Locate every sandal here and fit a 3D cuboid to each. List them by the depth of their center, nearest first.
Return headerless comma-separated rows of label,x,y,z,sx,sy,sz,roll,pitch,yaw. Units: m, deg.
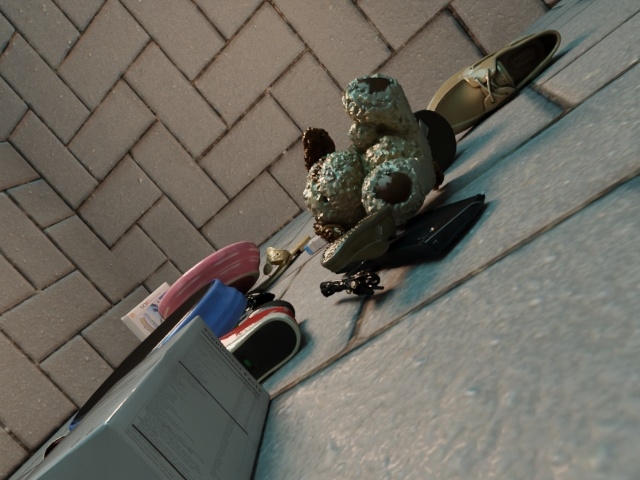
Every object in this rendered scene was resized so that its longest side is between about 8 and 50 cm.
sandal,-0.657,0.540,1.280,0.265,0.076,0.102,-33,10,48
sandal,-0.123,0.045,1.475,0.240,0.079,0.088,-46,9,-35

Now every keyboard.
keyboard,0.086,0.024,0.713,0.201,0.033,0.317,-37,4,-20

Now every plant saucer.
plant saucer,-0.298,0.139,1.424,0.332,0.084,0.332,-37,-14,-11

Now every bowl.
bowl,-0.303,0.225,0.941,0.391,0.077,0.391,-42,9,8

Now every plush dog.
plush dog,0.072,-0.106,0.838,0.225,0.262,0.210,-20,-25,26

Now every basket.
basket,0.170,-0.182,1.069,0.204,0.154,0.227,-46,12,-23

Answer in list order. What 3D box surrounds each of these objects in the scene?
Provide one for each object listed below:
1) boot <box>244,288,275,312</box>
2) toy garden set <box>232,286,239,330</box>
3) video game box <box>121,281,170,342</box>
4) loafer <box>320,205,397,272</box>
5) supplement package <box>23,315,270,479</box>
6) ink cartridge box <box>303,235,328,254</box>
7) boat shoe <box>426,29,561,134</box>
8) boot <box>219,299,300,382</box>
boot,-0.145,0.138,1.162,0.099,0.045,0.121,-18,0,39
toy garden set,-0.291,0.219,1.217,0.204,0.049,0.244,-40,19,4
video game box,-0.481,0.259,1.551,0.048,0.205,0.187,-34,11,37
loafer,0.057,0.003,0.627,0.148,0.050,0.056,-37,3,-42
supplement package,-0.152,0.196,0.475,0.134,0.139,0.244,-39,6,7
ink cartridge box,0.000,0.000,1.307,0.083,0.028,0.048,-36,9,37
boat shoe,0.383,-0.361,1.123,0.341,0.122,0.110,-40,6,-1
boot,-0.139,0.179,0.746,0.244,0.088,0.176,-33,6,-3
